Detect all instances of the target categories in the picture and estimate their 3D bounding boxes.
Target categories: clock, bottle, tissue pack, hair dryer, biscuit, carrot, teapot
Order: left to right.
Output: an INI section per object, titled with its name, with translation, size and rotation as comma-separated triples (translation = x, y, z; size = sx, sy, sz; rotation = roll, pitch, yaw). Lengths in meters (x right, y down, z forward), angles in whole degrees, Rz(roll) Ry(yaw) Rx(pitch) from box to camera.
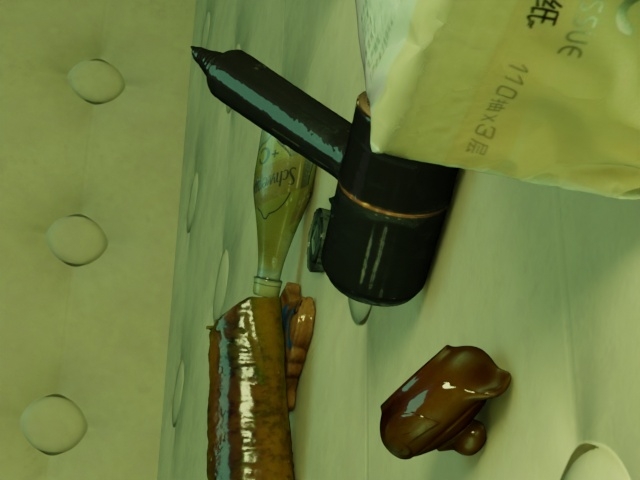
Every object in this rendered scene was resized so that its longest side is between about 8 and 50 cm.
[carrot]
translation = -0.091, 0.221, 1.742
size = 0.114, 0.114, 0.302
rotation = 133, 135, -69
[biscuit]
translation = -0.054, 0.159, 1.871
size = 0.280, 0.043, 0.183
rotation = 120, 158, -54
[bottle]
translation = -0.054, -0.055, 1.887
size = 0.083, 0.083, 0.270
rotation = -162, 80, -78
[hair dryer]
translation = -0.017, -0.096, 1.333
size = 0.352, 0.107, 0.189
rotation = 36, 126, 36
[clock]
translation = 0.000, 0.000, 1.754
size = 0.085, 0.017, 0.085
rotation = -172, 90, -78
[teapot]
translation = 0.101, 0.132, 1.075
size = 0.098, 0.078, 0.129
rotation = -38, -8, -43
[tissue pack]
translation = 0.156, -0.277, 0.756
size = 0.405, 0.205, 0.332
rotation = 111, 163, -48

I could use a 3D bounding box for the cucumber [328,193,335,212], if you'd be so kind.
[cucumber]
translation = 0.050, -0.025, 1.444
size = 0.187, 0.058, 0.058
rotation = -143, 62, -77
